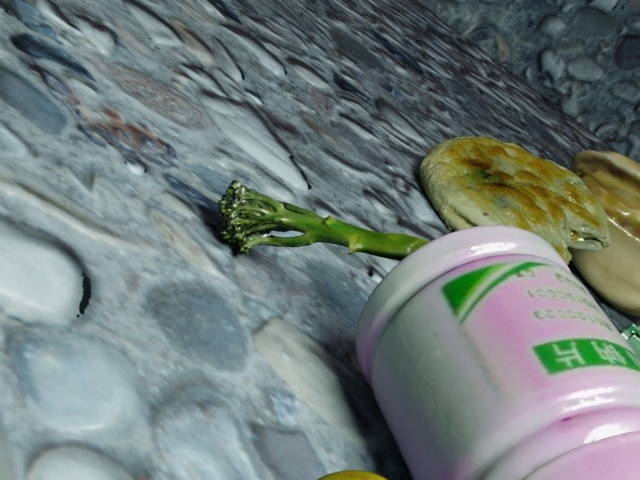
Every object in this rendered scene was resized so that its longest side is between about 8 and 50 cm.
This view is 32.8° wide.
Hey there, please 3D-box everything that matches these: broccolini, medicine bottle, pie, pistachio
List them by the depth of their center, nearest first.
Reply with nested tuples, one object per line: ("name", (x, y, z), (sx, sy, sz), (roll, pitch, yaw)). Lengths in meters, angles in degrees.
("medicine bottle", (0.172, 0.160, 0.863), (0.212, 0.212, 0.325), (26, 24, -35))
("broccolini", (-0.001, -0.001, 0.984), (0.216, 0.067, 0.058), (17, 30, 27))
("pie", (0.289, -0.061, 1.654), (0.337, 0.075, 0.338), (19, 34, -13))
("pistachio", (0.523, -0.012, 1.840), (0.321, 0.229, 0.238), (44, -16, -13))

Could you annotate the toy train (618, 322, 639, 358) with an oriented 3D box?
("toy train", (0.503, 0.194, 1.601), (0.178, 0.071, 0.104), (44, 12, 6))

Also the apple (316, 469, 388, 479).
("apple", (0.016, 0.189, 0.694), (0.074, 0.090, 0.089), (32, 18, 14))
